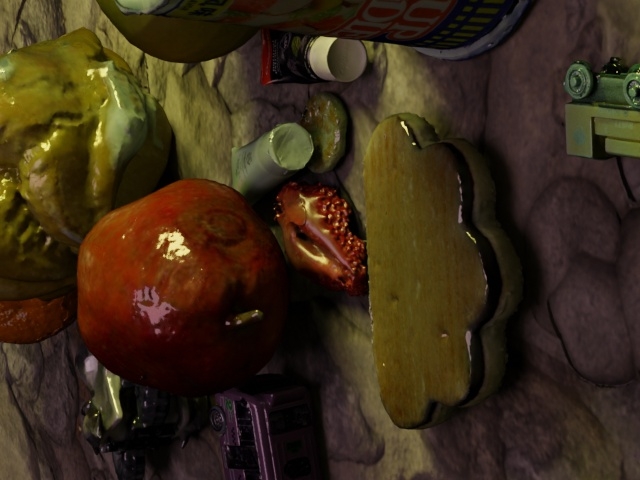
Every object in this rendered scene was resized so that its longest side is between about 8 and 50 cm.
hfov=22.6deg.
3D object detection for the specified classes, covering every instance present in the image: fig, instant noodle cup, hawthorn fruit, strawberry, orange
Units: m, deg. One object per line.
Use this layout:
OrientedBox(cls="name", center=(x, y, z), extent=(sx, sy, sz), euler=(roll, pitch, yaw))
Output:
OrientedBox(cls="fig", center=(-0.126, -0.295, 1.559), extent=(0.207, 0.207, 0.230), euler=(48, 127, 42))
OrientedBox(cls="instant noodle cup", center=(-0.014, -0.281, 1.292), extent=(0.284, 0.312, 0.284), euler=(13, 106, 55))
OrientedBox(cls="hawthorn fruit", center=(-0.126, 0.055, 1.589), extent=(0.261, 0.224, 0.224), euler=(-148, 58, -65))
OrientedBox(cls="strawberry", center=(-0.003, 0.000, 1.568), extent=(0.152, 0.048, 0.104), euler=(48, 137, 46))
OrientedBox(cls="orange", center=(-0.382, 0.037, 2.041), extent=(0.161, 0.193, 0.193), euler=(-81, 9, -55))

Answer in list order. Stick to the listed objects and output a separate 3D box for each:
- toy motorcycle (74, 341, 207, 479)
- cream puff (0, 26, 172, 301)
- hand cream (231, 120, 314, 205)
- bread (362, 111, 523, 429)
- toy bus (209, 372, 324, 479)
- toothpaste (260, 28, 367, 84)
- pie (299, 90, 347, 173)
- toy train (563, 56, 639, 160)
OrientedBox(cls="toy motorcycle", center=(-0.214, 0.157, 1.852), extent=(0.327, 0.143, 0.188), euler=(118, 145, -62))
OrientedBox(cls="cream puff", center=(-0.340, -0.071, 1.826), extent=(0.378, 0.378, 0.275), euler=(-7, 110, 57))
OrientedBox(cls="hand cream", center=(-0.061, -0.076, 1.633), extent=(0.205, 0.050, 0.078), euler=(156, 109, -70))
OrientedBox(cls="bread", center=(0.108, 0.031, 1.394), extent=(0.207, 0.056, 0.286), euler=(9, 103, 59))
OrientedBox(cls="toy bus", center=(-0.046, 0.228, 1.643), extent=(0.098, 0.087, 0.178), euler=(-7, 92, 55))
OrientedBox(cls="toothpaste", center=(-0.019, -0.180, 1.569), extent=(0.193, 0.045, 0.071), euler=(20, 112, 61))
OrientedBox(cls="pie", center=(0.003, -0.107, 1.567), extent=(0.085, 0.017, 0.085), euler=(9, 101, 58))
OrientedBox(cls="toy train", center=(0.228, -0.096, 1.196), extent=(0.122, 0.050, 0.081), euler=(17, 114, 54))
